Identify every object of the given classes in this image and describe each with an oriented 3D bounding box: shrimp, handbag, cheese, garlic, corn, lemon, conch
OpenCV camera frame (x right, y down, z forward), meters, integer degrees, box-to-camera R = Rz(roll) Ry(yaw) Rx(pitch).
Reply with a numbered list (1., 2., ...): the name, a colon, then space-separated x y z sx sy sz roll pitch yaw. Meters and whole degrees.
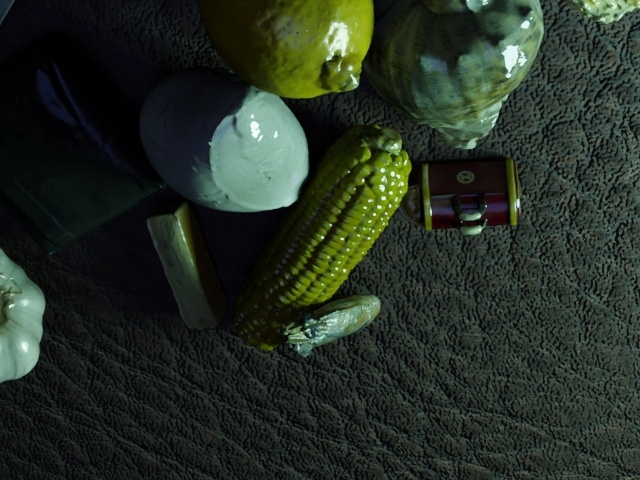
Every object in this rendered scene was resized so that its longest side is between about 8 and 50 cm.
1. shrimp: 0.000 0.116 1.938 0.126 0.223 0.047 -35 78 27
2. handbag: -0.338 -0.111 1.886 0.223 0.080 0.247 -29 115 20
3. cheese: -0.123 -0.120 1.808 0.189 0.154 0.198 26 165 31
4. garlic: -0.477 0.113 2.009 0.199 0.199 0.226 30 151 -14
5. corn: 0.000 0.000 1.911 0.120 0.120 0.363 26 123 -12
6. lemon: -0.040 -0.263 1.697 0.188 0.188 0.257 -46 75 26
7. conch: 0.150 -0.214 1.741 0.210 0.159 0.291 1 123 2

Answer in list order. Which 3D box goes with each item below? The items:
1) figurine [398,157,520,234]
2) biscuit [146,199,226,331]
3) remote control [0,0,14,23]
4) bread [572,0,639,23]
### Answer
1. figurine: 0.173 -0.042 1.883 0.154 0.098 0.082 -4 125 4
2. biscuit: -0.177 0.035 1.982 0.056 0.052 0.188 -2 123 24
3. remote control: -0.394 -0.333 1.774 0.109 0.055 0.313 34 123 -9
4. bread: 0.311 -0.359 1.663 0.174 0.121 0.245 -25 121 27
